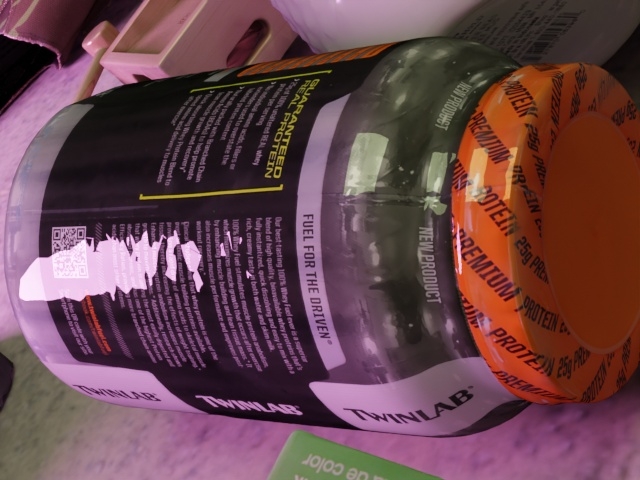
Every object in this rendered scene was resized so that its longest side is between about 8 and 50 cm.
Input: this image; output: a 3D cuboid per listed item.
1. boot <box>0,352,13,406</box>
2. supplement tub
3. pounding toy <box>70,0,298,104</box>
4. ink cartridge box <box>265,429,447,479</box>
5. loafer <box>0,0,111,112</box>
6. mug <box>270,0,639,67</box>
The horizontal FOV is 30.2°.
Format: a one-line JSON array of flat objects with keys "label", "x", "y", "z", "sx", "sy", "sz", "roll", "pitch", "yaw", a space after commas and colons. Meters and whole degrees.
[{"label": "boot", "x": -0.439, "y": 0.095, "z": 0.738, "sx": 0.146, "sy": 0.445, "sz": 0.367, "roll": -12, "pitch": 46, "yaw": 32}, {"label": "supplement tub", "x": 0.000, "y": 0.000, "z": 0.663, "sx": 0.338, "sy": 0.207, "sz": 0.207, "roll": -1, "pitch": 52, "yaw": 39}, {"label": "pounding toy", "x": -0.128, "y": -0.151, "z": 1.020, "sx": 0.181, "sy": 0.094, "sz": 0.206, "roll": -55, "pitch": 31, "yaw": -11}, {"label": "ink cartridge box", "x": 0.006, "y": 0.241, "z": 0.410, "sx": 0.117, "sy": 0.201, "sz": 0.278, "roll": 14, "pitch": 61, "yaw": 33}, {"label": "loafer", "x": -0.275, "y": -0.236, "z": 1.213, "sx": 0.366, "sy": 0.134, "sz": 0.130, "roll": -42, "pitch": 60, "yaw": 13}, {"label": "mug", "x": 0.094, "y": -0.277, "z": 0.743, "sx": 0.374, "sy": 0.276, "sz": 0.328, "roll": -41, "pitch": 62, "yaw": 35}]
